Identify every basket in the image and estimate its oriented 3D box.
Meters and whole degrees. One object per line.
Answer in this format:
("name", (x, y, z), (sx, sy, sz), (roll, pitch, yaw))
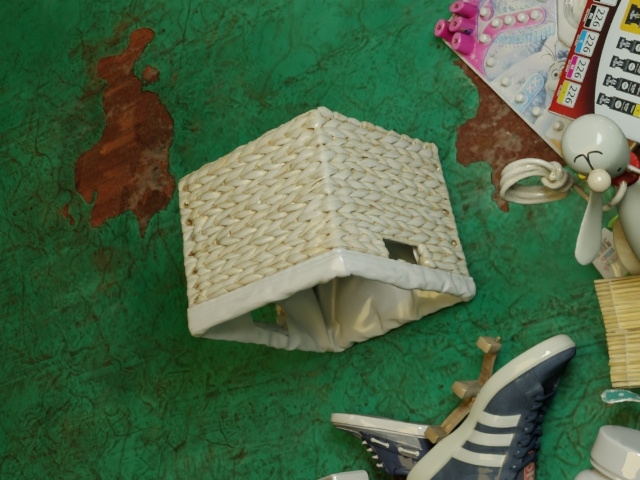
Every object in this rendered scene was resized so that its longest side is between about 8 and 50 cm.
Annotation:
("basket", (0.000, 0.000, 1.919), (0.331, 0.328, 0.266), (-25, 65, 37))

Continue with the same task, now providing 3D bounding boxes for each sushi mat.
("sushi mat", (0.508, 0.105, 1.601), (0.317, 0.019, 0.151), (-10, 84, 36))

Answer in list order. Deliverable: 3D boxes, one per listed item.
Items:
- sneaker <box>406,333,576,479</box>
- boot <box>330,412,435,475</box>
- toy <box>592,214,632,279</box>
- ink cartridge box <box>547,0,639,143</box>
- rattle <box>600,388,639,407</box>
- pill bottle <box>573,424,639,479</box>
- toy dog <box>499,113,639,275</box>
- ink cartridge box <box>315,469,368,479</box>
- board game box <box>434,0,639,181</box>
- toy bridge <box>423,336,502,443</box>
("sneaker", (0.276, 0.289, 1.786), (0.148, 0.131, 0.350), (49, 122, 25))
("boot", (0.092, 0.321, 1.966), (0.190, 0.069, 0.086), (3, 85, 39))
("toy", (0.474, 0.056, 1.674), (0.137, 0.056, 0.237), (-48, 64, 27))
("ink cartridge box", (0.471, -0.263, 1.576), (0.272, 0.130, 0.309), (28, 103, 47))
("rattle", (0.480, 0.202, 1.631), (0.200, 0.130, 0.142), (36, 106, 53))
("pill bottle", (0.389, 0.400, 1.642), (0.161, 0.161, 0.283), (24, 101, 40))
("toy dog", (0.393, -0.014, 1.517), (0.220, 0.334, 0.161), (-39, 44, 48))
("ink cartridge box", (0.008, 0.510, 1.947), (0.296, 0.066, 0.261), (141, 122, -59))
("board game box", (0.386, -0.343, 1.799), (0.390, 0.050, 0.390), (-54, 55, 23))
("toy bridge", (0.223, 0.221, 1.868), (0.026, 0.063, 0.188), (41, 113, 35))
